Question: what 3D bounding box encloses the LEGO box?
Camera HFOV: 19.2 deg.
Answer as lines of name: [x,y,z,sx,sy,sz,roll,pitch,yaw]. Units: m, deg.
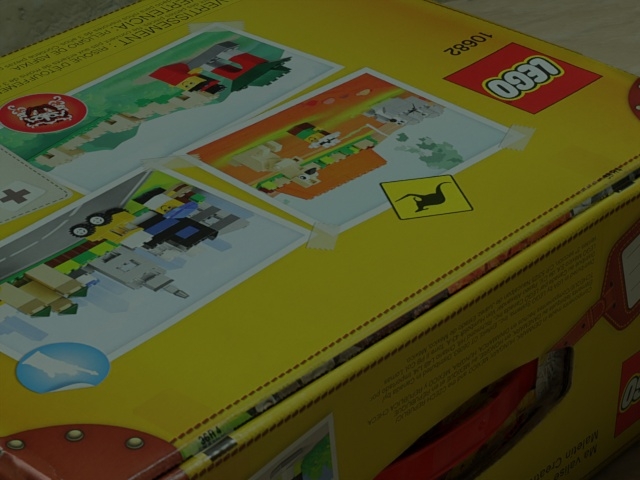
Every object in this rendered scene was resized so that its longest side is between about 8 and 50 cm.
LEGO box: [-0.061,0.037,1.044,0.372,0.193,0.500,26,39,36]
